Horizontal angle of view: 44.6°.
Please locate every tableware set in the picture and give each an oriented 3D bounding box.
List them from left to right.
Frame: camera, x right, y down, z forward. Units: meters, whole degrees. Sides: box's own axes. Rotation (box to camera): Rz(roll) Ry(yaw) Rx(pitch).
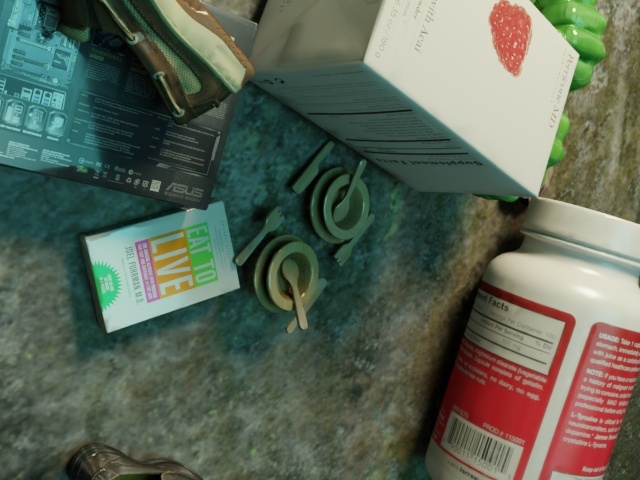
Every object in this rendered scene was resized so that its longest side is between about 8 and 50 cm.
[{"bbox_3d":[0.000,0.000,0.855,0.194,0.039,0.128,-53,130,-26],"label":"tableware set"}]

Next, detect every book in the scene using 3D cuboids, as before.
[{"bbox_3d":[-0.156,0.021,0.768,0.144,0.035,0.096,-19,112,-32],"label":"book"}]

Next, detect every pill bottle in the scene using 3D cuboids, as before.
[{"bbox_3d":[0.305,0.158,1.049,0.229,0.229,0.407,13,96,-41],"label":"pill bottle"}]

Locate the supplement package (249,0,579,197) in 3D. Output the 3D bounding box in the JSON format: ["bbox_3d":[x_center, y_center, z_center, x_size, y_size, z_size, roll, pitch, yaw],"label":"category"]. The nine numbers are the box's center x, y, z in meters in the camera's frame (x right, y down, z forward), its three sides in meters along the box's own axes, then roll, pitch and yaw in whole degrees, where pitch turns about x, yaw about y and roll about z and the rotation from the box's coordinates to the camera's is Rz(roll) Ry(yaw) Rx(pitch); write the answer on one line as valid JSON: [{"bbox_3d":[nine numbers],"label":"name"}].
[{"bbox_3d":[0.103,-0.180,0.796,0.293,0.175,0.177,27,77,-41],"label":"supplement package"}]

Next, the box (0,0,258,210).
[{"bbox_3d":[-0.182,-0.138,0.672,0.233,0.059,0.183,11,97,-40],"label":"box"}]

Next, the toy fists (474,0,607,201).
[{"bbox_3d":[0.247,-0.183,0.947,0.096,0.142,0.279,25,88,-41],"label":"toy fists"}]

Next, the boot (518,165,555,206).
[{"bbox_3d":[0.287,-0.103,1.073,0.087,0.042,0.118,-54,129,-9],"label":"boot"}]

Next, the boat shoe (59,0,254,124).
[{"bbox_3d":[-0.159,-0.187,0.581,0.095,0.095,0.257,-41,121,2],"label":"boat shoe"}]

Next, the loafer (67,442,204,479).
[{"bbox_3d":[-0.177,0.260,0.806,0.170,0.061,0.062,27,86,-41],"label":"loafer"}]
